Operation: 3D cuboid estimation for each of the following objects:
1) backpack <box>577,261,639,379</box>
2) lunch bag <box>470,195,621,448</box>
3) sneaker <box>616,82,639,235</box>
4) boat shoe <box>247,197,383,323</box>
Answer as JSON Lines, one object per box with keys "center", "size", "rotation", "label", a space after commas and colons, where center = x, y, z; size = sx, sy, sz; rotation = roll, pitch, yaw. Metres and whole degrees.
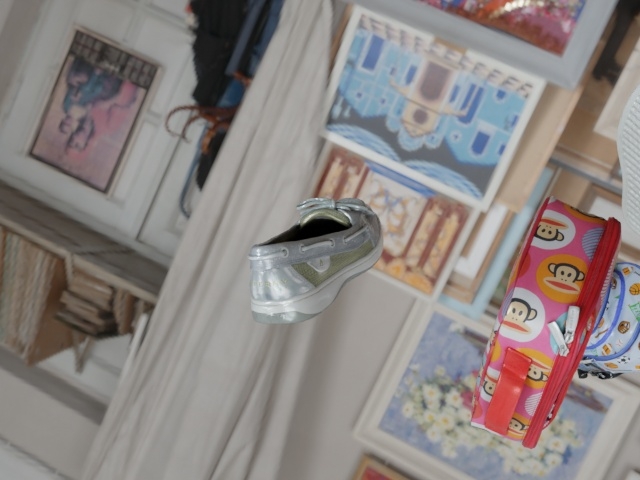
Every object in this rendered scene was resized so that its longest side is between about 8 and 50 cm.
{"center": [0.625, 0.157, 1.790], "size": [0.213, 0.276, 0.263], "rotation": [19, 169, -27], "label": "backpack"}
{"center": [0.266, 0.119, 1.042], "size": [0.120, 0.258, 0.293], "rotation": [21, 143, 16], "label": "lunch bag"}
{"center": [0.553, -0.165, 1.326], "size": [0.135, 0.150, 0.366], "rotation": [21, 149, 25], "label": "sneaker"}
{"center": [-0.003, 0.001, 1.079], "size": [0.118, 0.103, 0.320], "rotation": [-1, -160, 26], "label": "boat shoe"}
